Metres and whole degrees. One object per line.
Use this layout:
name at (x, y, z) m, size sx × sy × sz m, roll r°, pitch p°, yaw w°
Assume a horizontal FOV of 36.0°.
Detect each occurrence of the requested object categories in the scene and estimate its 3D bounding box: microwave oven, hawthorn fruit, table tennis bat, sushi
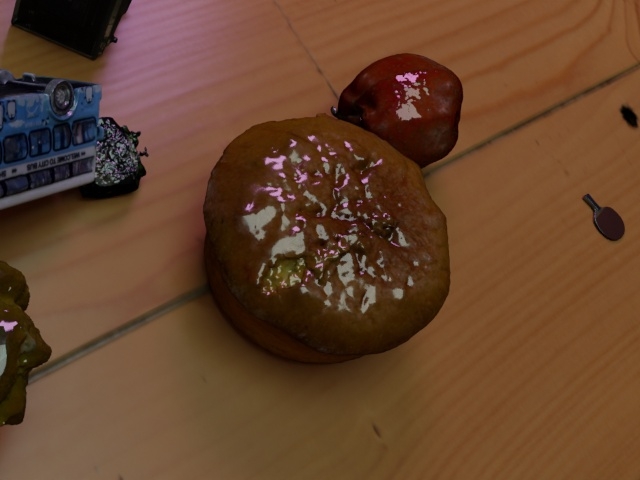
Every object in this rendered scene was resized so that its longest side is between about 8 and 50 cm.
microwave oven at (-0.269, -0.337, 1.167) m, size 0.129 × 0.205 × 0.163 m, roll 21°, pitch 62°, yaw -15°
hawthorn fruit at (0.090, -0.165, 1.285) m, size 0.194 × 0.157 × 0.157 m, roll -8°, pitch 72°, yaw -35°
table tennis bat at (0.423, -0.036, 1.471) m, size 0.083 × 0.007 × 0.050 m, roll 49°, pitch 58°, yaw -1°
sushi at (-0.247, -0.097, 1.160) m, size 0.084 × 0.056 × 0.083 m, roll -9°, pitch 72°, yaw -27°

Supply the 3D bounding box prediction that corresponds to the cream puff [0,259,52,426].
cream puff at (-0.383, 0.112, 0.925) m, size 0.244 × 0.196 × 0.244 m, roll 9°, pitch 64°, yaw -19°

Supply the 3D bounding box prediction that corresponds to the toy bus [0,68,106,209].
toy bus at (-0.345, -0.098, 0.997) m, size 0.106 × 0.131 × 0.297 m, roll 11°, pitch 17°, yaw 23°

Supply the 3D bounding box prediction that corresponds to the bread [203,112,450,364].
bread at (0.000, 0.005, 1.168) m, size 0.312 × 0.172 × 0.312 m, roll 10°, pitch 61°, yaw -18°
